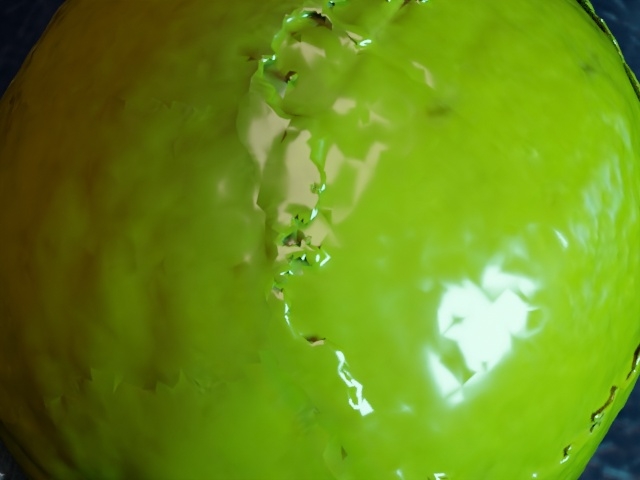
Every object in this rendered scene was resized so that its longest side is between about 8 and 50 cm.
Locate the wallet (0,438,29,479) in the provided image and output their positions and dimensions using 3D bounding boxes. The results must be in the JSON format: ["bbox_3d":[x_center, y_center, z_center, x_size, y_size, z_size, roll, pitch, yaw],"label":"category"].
[{"bbox_3d":[-0.200,0.132,0.551,0.172,0.045,0.318,-19,63,-13],"label":"wallet"}]

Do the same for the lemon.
[{"bbox_3d":[0.000,-0.001,0.506,0.297,0.297,0.297,2,58,-3],"label":"lemon"}]
